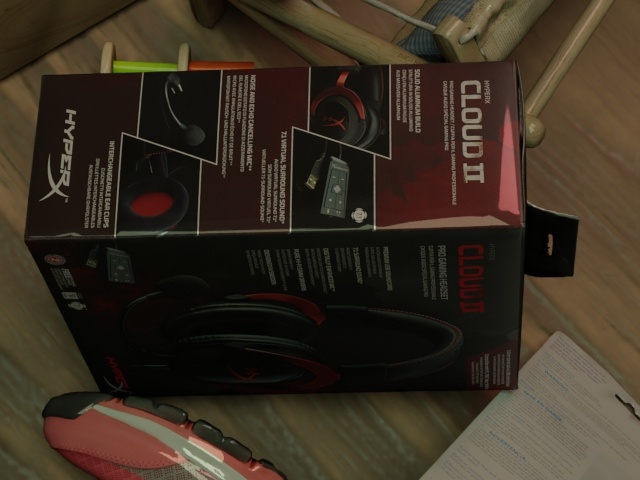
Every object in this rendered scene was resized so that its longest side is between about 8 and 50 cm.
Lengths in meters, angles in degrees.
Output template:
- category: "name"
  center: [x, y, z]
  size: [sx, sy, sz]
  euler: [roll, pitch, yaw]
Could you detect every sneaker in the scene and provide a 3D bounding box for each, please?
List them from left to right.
- category: "sneaker"
  center: [-0.048, 0.202, 1.020]
  size: [0.314, 0.116, 0.136]
  euler: [31, 78, 4]

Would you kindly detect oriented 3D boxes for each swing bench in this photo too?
- category: "swing bench"
  center: [0.085, -0.204, 1.103]
  size: [0.255, 0.165, 0.253]
  euler: [33, 77, 5]

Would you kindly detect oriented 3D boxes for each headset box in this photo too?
- category: "headset box"
  center: [0.000, 0.000, 0.992]
  size: [0.293, 0.218, 0.110]
  euler: [-1, 62, 4]

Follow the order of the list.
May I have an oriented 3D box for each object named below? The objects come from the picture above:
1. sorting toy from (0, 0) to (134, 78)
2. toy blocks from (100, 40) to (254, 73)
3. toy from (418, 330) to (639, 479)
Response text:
- category: "sorting toy"
  center: [-0.207, -0.221, 1.052]
  size: [0.257, 0.255, 0.089]
  euler: [-32, 64, -10]
- category: "toy blocks"
  center: [-0.070, -0.067, 1.116]
  size: [0.148, 0.054, 0.123]
  euler: [3, 76, -2]
- category: "toy"
  center: [0.135, 0.163, 1.036]
  size: [0.137, 0.056, 0.237]
  euler: [43, 37, 8]
